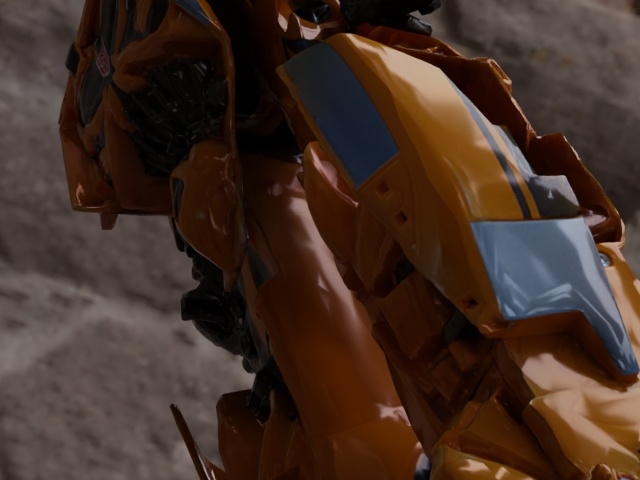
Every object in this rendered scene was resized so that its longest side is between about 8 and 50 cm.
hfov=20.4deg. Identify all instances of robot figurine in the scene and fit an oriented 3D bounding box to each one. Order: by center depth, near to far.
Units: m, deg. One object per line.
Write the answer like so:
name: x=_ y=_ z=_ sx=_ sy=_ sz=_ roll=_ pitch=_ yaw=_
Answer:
robot figurine: x=0.000 y=0.000 z=0.500 sx=0.085 sy=0.211 sz=0.291 roll=-7 pitch=48 yaw=-27
